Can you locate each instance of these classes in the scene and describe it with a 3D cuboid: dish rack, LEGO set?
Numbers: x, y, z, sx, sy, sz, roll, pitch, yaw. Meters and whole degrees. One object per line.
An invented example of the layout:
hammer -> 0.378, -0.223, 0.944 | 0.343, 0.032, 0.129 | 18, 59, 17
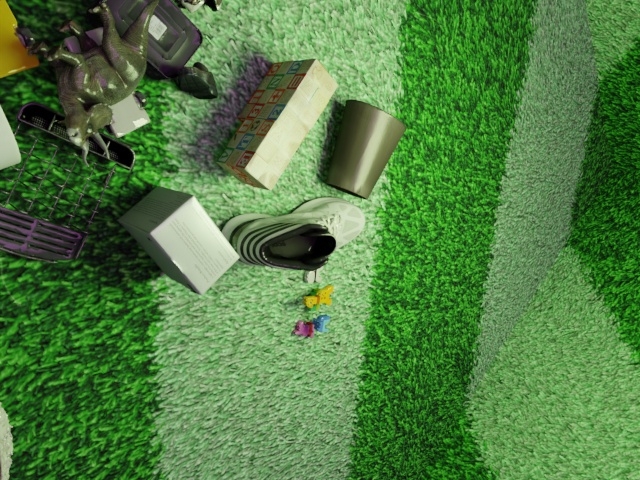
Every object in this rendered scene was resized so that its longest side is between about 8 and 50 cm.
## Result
dish rack -> -0.499, -0.093, 0.893 | 0.208, 0.074, 0.271 | 26, 85, -41
LEGO set -> -0.026, 0.184, 1.363 | 0.093, 0.087, 0.226 | -1, 101, -41

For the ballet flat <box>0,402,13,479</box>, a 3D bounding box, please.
ballet flat -> -0.641, 0.462, 0.891 | 0.147, 0.147, 0.408 | -10, 108, -38

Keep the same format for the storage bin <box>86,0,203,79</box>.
storage bin -> -0.338, -0.414, 0.932 | 0.180, 0.084, 0.122 | 40, 75, -39

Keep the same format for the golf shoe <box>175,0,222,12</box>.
golf shoe -> -0.279, -0.511, 0.960 | 0.198, 0.077, 0.093 | -13, 110, -36

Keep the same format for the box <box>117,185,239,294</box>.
box -> -0.300, -0.003, 1.015 | 0.119, 0.182, 0.180 | -47, 128, -23

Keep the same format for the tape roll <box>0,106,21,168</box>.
tape roll -> -0.547, -0.224, 0.677 | 0.100, 0.286, 0.285 | -32, 121, -30

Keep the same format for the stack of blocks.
stack of blocks -> -0.111, -0.271, 1.106 | 0.087, 0.171, 0.297 | 39, 77, -40

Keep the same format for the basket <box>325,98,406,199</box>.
basket -> 0.112, -0.240, 1.323 | 0.205, 0.154, 0.226 | 21, 92, -41

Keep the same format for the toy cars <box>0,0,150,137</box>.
toy cars -> -0.481, -0.325, 0.839 | 0.394, 0.087, 0.176 | 25, 77, -46

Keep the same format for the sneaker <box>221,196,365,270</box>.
sneaker -> 0.000, 0.001, 1.218 | 0.448, 0.258, 0.168 | -13, 110, -38

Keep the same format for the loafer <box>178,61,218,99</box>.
loafer -> -0.257, -0.338, 0.992 | 0.062, 0.170, 0.061 | -4, 95, -2

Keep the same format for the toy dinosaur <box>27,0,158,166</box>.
toy dinosaur -> -0.379, -0.296, 0.827 | 0.313, 0.121, 0.160 | -64, 146, -27
